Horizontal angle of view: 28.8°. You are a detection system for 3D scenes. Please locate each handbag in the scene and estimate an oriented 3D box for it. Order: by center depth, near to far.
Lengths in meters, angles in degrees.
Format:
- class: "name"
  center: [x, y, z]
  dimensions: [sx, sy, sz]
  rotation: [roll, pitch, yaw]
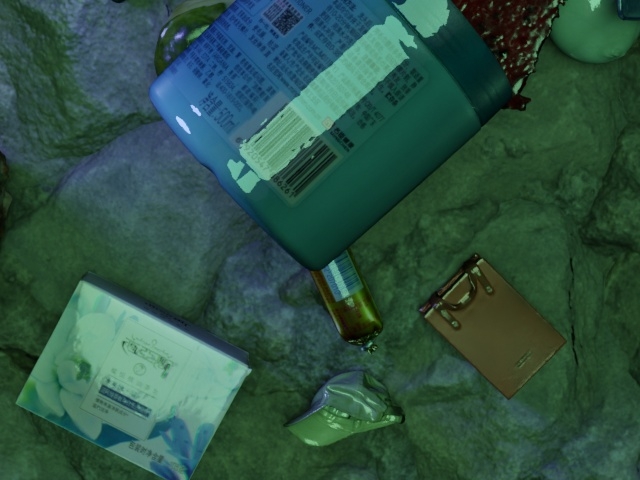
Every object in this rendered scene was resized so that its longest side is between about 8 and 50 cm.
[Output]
- class: "handbag"
  center: [0.253, 0.126, 1.844]
  dimensions: [0.127, 0.063, 0.190]
  rotation: [-45, 100, 3]

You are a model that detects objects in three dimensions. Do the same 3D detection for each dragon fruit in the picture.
- class: "dragon fruit"
  center: [0.230, -0.377, 1.758]
  dimensions: [0.282, 0.100, 0.344]
  rotation: [24, 96, 14]

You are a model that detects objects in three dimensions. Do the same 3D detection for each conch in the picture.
- class: "conch"
  center: [0.419, -0.356, 1.780]
  dimensions: [0.185, 0.121, 0.221]
  rotation: [29, 90, -36]

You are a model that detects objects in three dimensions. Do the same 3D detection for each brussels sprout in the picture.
- class: "brussels sprout"
  center: [-0.155, -0.268, 1.733]
  dimensions: [0.145, 0.131, 0.183]
  rotation: [26, 109, 3]

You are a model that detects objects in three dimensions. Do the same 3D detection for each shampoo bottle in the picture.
- class: "shampoo bottle"
  center: [0.008, -0.185, 1.579]
  dimensions: [0.342, 0.331, 0.331]
  rotation: [-43, 97, 1]

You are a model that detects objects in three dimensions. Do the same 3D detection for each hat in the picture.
- class: "hat"
  center: [0.029, 0.253, 1.848]
  dimensions: [0.166, 0.081, 0.122]
  rotation: [-28, 137, 15]

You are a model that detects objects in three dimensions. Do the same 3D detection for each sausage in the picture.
- class: "sausage"
  center: [0.000, 0.000, 1.805]
  dimensions: [0.082, 0.082, 0.372]
  rotation: [-26, 98, 0]

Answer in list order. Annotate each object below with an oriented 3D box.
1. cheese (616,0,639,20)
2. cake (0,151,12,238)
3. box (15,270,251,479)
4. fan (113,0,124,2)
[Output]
- class: "cheese"
  center: [0.518, -0.352, 1.736]
  dimensions: [0.320, 0.083, 0.204]
  rotation: [-8, 100, -40]
- class: "cake"
  center: [-0.586, -0.007, 1.686]
  dimensions: [0.282, 0.256, 0.290]
  rotation: [9, 92, -3]
- class: "box"
  center: [-0.265, 0.198, 1.792]
  dimensions: [0.274, 0.116, 0.203]
  rotation: [29, 94, -6]
- class: "fan"
  center: [-0.254, -0.404, 1.761]
  dimensions: [0.082, 0.039, 0.155]
  rotation: [38, 95, -7]
